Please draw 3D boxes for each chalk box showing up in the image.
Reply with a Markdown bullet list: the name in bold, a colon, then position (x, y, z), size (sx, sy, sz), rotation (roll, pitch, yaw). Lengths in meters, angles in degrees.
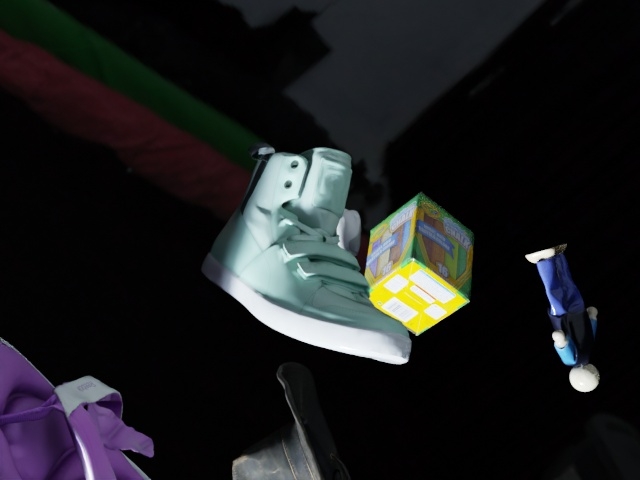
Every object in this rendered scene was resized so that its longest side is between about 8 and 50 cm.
- **chalk box**: position (0.167, 0.022, 1.745), size (0.132, 0.132, 0.213), rotation (34, -139, -21)

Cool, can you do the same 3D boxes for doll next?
- **doll**: position (0.321, 0.100, 1.338), size (0.129, 0.046, 0.189), rotation (-11, -96, -53)

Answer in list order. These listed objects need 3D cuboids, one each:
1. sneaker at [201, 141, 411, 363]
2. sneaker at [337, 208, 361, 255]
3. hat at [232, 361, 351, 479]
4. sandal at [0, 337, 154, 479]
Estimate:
- **sneaker**: position (-0.001, 0.000, 0.865), size (0.094, 0.151, 0.256), rotation (20, -175, -41)
- **sneaker**: position (0.006, -0.021, 1.230), size (0.061, 0.054, 0.152), rotation (-2, -156, -19)
- **hat**: position (-0.030, 0.325, 1.323), size (0.331, 0.134, 0.331), rotation (-22, -90, -85)
- **sandal**: position (-0.185, 0.179, 0.870), size (0.416, 0.102, 0.169), rotation (60, -176, -50)
